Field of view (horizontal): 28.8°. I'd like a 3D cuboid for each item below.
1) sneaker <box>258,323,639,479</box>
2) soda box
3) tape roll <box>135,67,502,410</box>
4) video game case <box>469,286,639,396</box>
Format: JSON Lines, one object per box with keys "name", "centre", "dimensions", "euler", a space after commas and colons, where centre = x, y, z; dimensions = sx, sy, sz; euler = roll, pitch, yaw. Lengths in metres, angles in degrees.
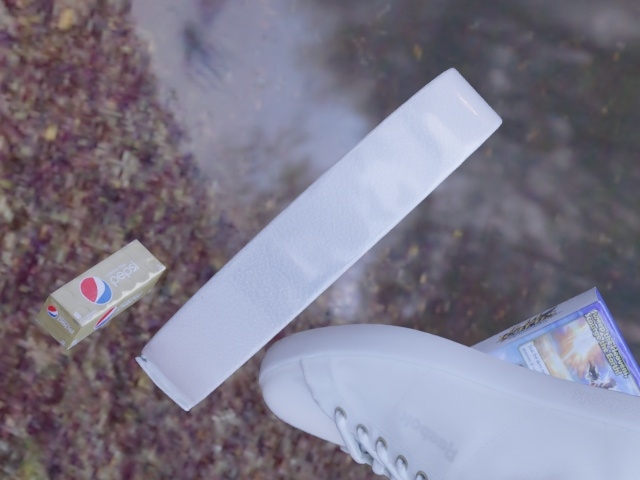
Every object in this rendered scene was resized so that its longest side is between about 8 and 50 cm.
{"name": "sneaker", "centre": [0.074, 0.131, 0.727], "dimensions": [0.123, 0.290, 0.106], "euler": [-63, 146, -28]}
{"name": "soda box", "centre": [-0.288, 0.069, 1.652], "dimensions": [0.181, 0.061, 0.058], "euler": [-38, 169, -50]}
{"name": "tape roll", "centre": [0.000, 0.000, 1.135], "dimensions": [0.392, 0.072, 0.392], "euler": [-43, 180, 0]}
{"name": "video game case", "centre": [0.230, 0.219, 1.257], "dimensions": [0.269, 0.244, 0.061], "euler": [61, 14, -7]}
